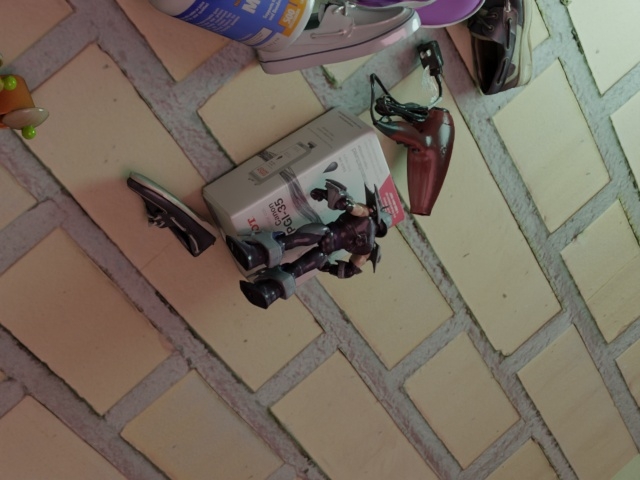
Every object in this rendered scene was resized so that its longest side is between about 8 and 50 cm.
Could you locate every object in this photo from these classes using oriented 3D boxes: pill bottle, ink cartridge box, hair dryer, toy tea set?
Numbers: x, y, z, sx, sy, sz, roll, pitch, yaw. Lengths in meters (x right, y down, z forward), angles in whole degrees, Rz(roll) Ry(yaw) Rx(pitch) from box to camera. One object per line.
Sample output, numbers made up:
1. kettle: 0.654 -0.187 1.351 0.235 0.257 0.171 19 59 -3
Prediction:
1. pill bottle: -0.153 -0.375 1.581 0.272 0.152 0.152 14 108 -38
2. ink cartridge box: -0.024 -0.059 1.870 0.283 0.117 0.207 -33 129 -12
3. hair dryer: 0.149 -0.175 1.902 0.223 0.080 0.293 -39 123 -38
4. toy tea set: -0.508 -0.159 1.452 0.336 0.200 0.124 -9 79 -31

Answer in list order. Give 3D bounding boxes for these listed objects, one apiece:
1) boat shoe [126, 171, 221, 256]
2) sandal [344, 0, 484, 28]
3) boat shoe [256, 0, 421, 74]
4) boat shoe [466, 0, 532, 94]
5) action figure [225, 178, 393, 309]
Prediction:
1. boat shoe: -0.240 -0.037 1.777 0.065 0.075 0.206 -51 135 0
2. sandal: 0.090 -0.411 1.716 0.416 0.102 0.169 19 131 -34
3. boat shoe: 0.020 -0.322 1.705 0.258 0.095 0.084 -14 120 11
4. boat shoe: 0.296 -0.368 1.903 0.092 0.103 0.285 -33 135 -18
5. action figure: 0.000 0.000 1.784 0.285 0.099 0.185 -21 119 -25
